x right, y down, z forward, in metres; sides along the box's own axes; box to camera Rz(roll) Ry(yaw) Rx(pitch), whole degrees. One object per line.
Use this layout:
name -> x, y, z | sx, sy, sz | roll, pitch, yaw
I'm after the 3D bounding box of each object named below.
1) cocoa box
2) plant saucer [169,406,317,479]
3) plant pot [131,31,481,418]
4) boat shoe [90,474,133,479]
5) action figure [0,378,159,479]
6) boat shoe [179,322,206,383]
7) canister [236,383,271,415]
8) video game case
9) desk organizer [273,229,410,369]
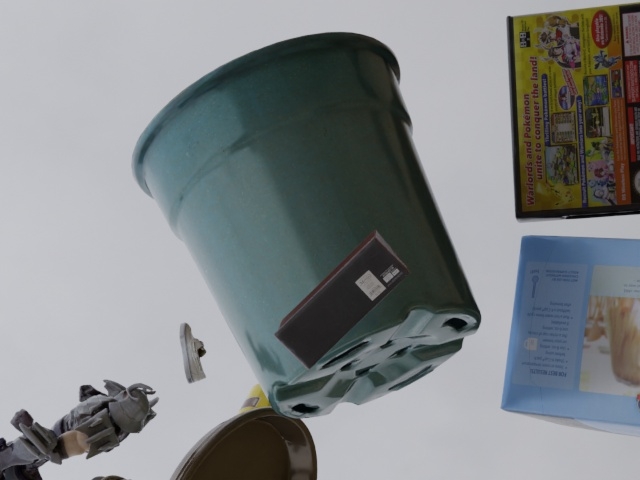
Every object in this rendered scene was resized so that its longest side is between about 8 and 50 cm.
cocoa box -> 0.430, 0.127, 1.654 | 0.228, 0.347, 0.232 | 19, -104, -53
plant saucer -> -0.105, 0.322, 1.589 | 0.278, 0.041, 0.278 | -27, -54, -45
plant pot -> 0.000, 0.000, 1.537 | 0.341, 0.341, 0.334 | 19, -138, -59
boat shoe -> -0.265, 0.363, 1.742 | 0.132, 0.355, 0.130 | 61, -172, -61
action figure -> -0.301, 0.222, 1.532 | 0.185, 0.285, 0.099 | -1, -114, -64
boat shoe -> -0.184, 0.162, 1.980 | 0.035, 0.035, 0.100 | 76, -179, -52
canister -> -0.093, 0.287, 1.871 | 0.170, 0.073, 0.126 | -60, -20, -65
video game case -> 0.367, -0.166, 1.719 | 0.035, 0.248, 0.275 | 38, -131, -71
desk organizer -> 0.020, 0.052, 1.238 | 0.047, 0.130, 0.050 | 45, -169, -5
